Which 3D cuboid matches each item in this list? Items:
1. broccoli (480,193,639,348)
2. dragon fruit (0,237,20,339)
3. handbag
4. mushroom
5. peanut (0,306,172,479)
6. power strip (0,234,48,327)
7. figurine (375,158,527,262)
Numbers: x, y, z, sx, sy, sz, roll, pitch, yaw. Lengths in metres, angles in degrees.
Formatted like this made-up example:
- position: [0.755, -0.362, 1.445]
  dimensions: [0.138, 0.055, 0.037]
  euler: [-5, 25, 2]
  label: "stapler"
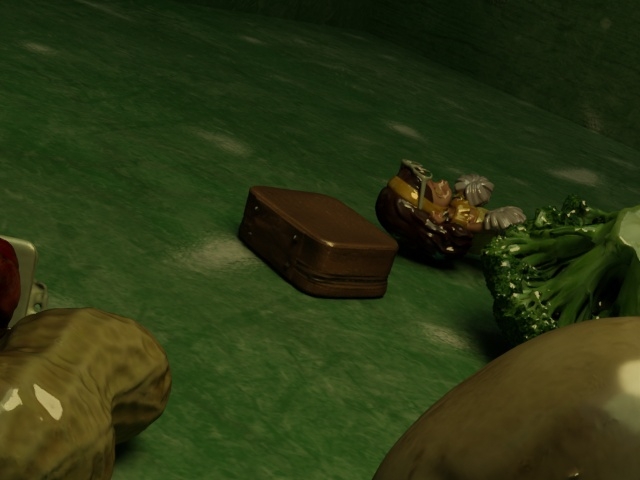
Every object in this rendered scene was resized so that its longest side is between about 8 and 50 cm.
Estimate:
- position: [0.312, 0.054, 1.399]
  dimensions: [0.269, 0.242, 0.261]
  euler: [-34, 68, -32]
  label: "broccoli"
- position: [-0.361, 0.014, 0.869]
  dimensions: [0.315, 0.250, 0.250]
  euler: [25, 13, -22]
  label: "dragon fruit"
- position: [0.000, 0.000, 1.511]
  dimensions: [0.151, 0.072, 0.193]
  euler: [3, 20, -37]
  label: "handbag"
- position: [0.185, 0.209, 0.816]
  dimensions: [0.290, 0.292, 0.292]
  euler: [53, 23, 4]
  label: "mushroom"
- position: [-0.191, 0.121, 0.875]
  dimensions: [0.136, 0.120, 0.298]
  euler: [43, 19, 2]
  label: "peanut"
- position: [-0.391, 0.020, 1.021]
  dimensions: [0.338, 0.098, 0.058]
  euler: [12, -6, -14]
  label: "power strip"
- position: [0.186, -0.025, 1.688]
  dimensions: [0.240, 0.116, 0.175]
  euler: [16, 18, -24]
  label: "figurine"
